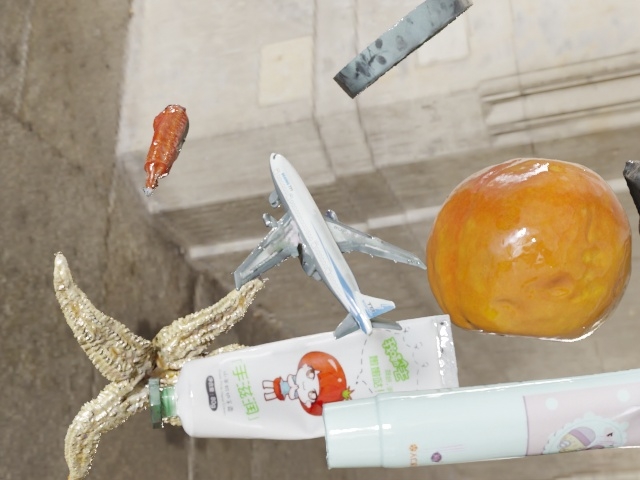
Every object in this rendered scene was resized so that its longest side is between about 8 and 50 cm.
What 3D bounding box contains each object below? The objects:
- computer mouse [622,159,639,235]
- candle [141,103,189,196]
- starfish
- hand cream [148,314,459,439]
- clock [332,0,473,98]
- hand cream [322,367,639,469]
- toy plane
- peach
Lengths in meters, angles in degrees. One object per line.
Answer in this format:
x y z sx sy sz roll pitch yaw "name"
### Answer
0.392 0.043 0.971 0.295 0.087 0.168 47 18 9 "computer mouse"
-0.220 -0.122 1.343 0.053 0.048 0.162 45 38 -32 "candle"
-0.171 0.140 1.196 0.084 0.293 0.302 -145 -128 -65 "starfish"
-0.014 0.155 1.047 0.076 0.335 0.121 111 -27 -71 "hand cream"
0.112 -0.270 1.325 0.042 0.215 0.215 52 23 -5 "clock"
0.167 0.130 0.740 0.058 0.331 0.085 -98 -178 -56 "hand cream"
-0.001 0.004 0.930 0.225 0.058 0.226 -5 44 -38 "toy plane"
0.342 0.012 1.626 0.342 0.342 0.302 16 79 -71 "peach"
